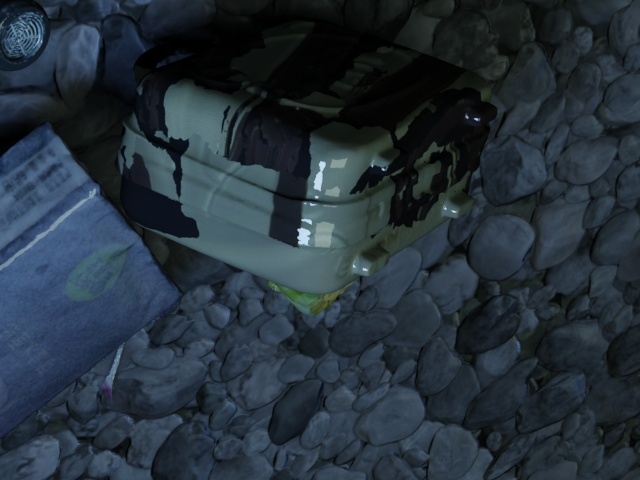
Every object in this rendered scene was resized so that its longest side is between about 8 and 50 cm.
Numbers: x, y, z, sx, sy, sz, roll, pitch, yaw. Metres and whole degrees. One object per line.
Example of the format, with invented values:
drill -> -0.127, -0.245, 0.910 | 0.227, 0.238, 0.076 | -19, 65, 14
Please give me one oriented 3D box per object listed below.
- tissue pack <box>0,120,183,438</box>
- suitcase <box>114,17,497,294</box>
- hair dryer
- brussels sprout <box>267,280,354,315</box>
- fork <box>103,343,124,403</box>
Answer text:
tissue pack -> -0.354, 0.089, 1.702 | 0.394, 0.124, 0.288 | -37, 153, -5
suitcase -> -0.035, -0.095, 1.689 | 0.351, 0.339, 0.194 | -30, 136, -55
hair dryer -> -0.356, -0.211, 1.521 | 0.219, 0.124, 0.071 | 3, 115, -49
brussels sprout -> -0.004, -0.003, 1.899 | 0.149, 0.122, 0.151 | -49, 166, 14
fork -> -0.228, 0.133, 1.920 | 0.012, 0.016, 0.115 | -14, 128, -50
